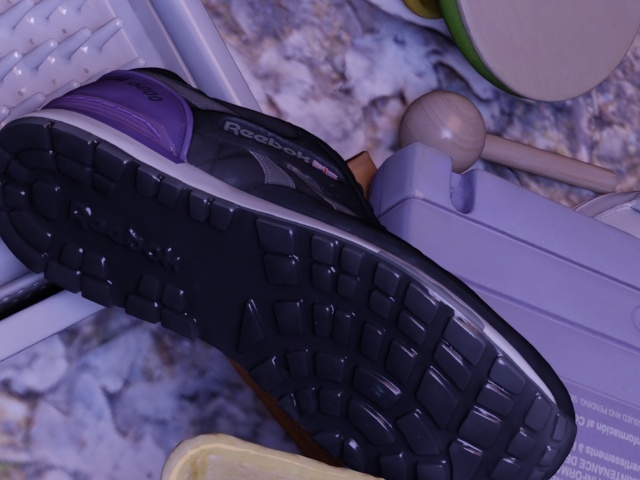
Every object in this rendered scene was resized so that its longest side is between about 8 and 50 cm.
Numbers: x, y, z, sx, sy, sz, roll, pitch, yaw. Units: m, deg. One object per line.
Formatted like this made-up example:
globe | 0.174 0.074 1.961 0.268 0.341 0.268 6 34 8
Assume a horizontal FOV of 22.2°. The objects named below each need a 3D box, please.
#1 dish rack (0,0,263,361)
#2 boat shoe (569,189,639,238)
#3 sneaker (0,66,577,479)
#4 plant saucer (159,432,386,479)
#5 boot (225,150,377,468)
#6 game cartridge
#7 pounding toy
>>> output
dish rack | -0.191 -0.079 0.784 0.333 0.072 0.285 -28 88 -46
boat shoe | 0.223 -0.009 1.035 0.184 0.063 0.066 -7 71 -33
sneaker | 0.000 0.000 0.726 0.283 0.107 0.124 31 38 12
plant saucer | 0.047 0.279 0.656 0.333 0.081 0.333 18 70 -21
boot | 0.015 0.121 0.792 0.264 0.096 0.280 -38 102 -39
game cartridge | 0.173 0.113 0.839 0.355 0.068 0.230 22 59 -22
pounding toy | 0.110 -0.155 1.033 0.183 0.110 0.237 5 94 -41
